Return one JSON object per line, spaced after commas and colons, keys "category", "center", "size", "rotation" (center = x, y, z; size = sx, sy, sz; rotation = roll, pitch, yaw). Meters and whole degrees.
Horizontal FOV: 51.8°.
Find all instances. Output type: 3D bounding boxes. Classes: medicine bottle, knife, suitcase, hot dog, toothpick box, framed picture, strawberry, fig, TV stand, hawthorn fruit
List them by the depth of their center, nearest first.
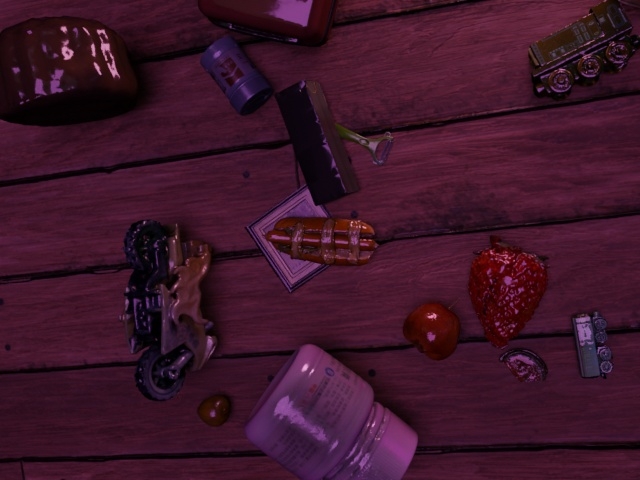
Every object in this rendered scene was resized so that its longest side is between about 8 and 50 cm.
{"category": "strawberry", "center": [0.384, 0.117, 1.419], "size": [0.174, 0.098, 0.228], "rotation": [24, 99, 11]}
{"category": "suitcase", "center": [-0.106, -0.561, 1.448], "size": [0.297, 0.161, 0.236], "rotation": [16, 99, 11]}
{"category": "medicine bottle", "center": [0.025, 0.411, 1.450], "size": [0.325, 0.256, 0.256], "rotation": [35, 102, 0]}
{"category": "hawthorn fruit", "center": [0.249, 0.196, 1.456], "size": [0.125, 0.140, 0.125], "rotation": [15, 136, 15]}
{"category": "TV stand", "center": [-0.009, -0.220, 1.487], "size": [0.088, 0.083, 0.269], "rotation": [-21, 88, 28]}
{"category": "knife", "center": [0.081, -0.236, 1.502], "size": [0.166, 0.022, 0.078], "rotation": [25, 95, 9]}
{"category": "hot dog", "center": [0.000, 0.000, 1.505], "size": [0.270, 0.072, 0.109], "rotation": [5, 94, 11]}
{"category": "toothpick box", "center": [-0.192, -0.377, 1.514], "size": [0.101, 0.101, 0.153], "rotation": [-39, 85, 13]}
{"category": "framed picture", "center": [-0.051, -0.004, 1.558], "size": [0.195, 0.010, 0.199], "rotation": [-35, 86, 14]}
{"category": "fig", "center": [-0.265, 0.418, 1.615], "size": [0.088, 0.074, 0.074], "rotation": [-8, 93, 30]}

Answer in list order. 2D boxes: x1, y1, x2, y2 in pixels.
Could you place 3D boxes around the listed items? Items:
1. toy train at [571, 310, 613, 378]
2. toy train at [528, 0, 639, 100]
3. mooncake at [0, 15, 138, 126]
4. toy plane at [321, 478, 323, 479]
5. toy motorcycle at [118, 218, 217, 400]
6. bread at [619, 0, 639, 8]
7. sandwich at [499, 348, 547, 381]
{"category": "toy train", "center": [0.584, 0.226, 1.412], "size": [0.071, 0.038, 0.147], "rotation": [-10, 93, 17]}
{"category": "toy train", "center": [0.531, -0.385, 1.351], "size": [0.226, 0.090, 0.137], "rotation": [-25, 81, 14]}
{"category": "mooncake", "center": [-0.581, -0.375, 1.493], "size": [0.324, 0.324, 0.187], "rotation": [-11, 90, 14]}
{"category": "toy plane", "center": [-0.035, 0.640, 1.589], "size": [0.197, 0.053, 0.078], "rotation": [-47, 75, 17]}
{"category": "toy motorcycle", "center": [-0.348, 0.153, 1.530], "size": [0.169, 0.237, 0.410], "rotation": [-5, 92, 28]}
{"category": "bread", "center": [0.651, -0.551, 1.256], "size": [0.192, 0.110, 0.209], "rotation": [16, 74, 11]}
{"category": "sandwich", "center": [0.452, 0.276, 1.453], "size": [0.101, 0.026, 0.069], "rotation": [44, 102, 6]}
